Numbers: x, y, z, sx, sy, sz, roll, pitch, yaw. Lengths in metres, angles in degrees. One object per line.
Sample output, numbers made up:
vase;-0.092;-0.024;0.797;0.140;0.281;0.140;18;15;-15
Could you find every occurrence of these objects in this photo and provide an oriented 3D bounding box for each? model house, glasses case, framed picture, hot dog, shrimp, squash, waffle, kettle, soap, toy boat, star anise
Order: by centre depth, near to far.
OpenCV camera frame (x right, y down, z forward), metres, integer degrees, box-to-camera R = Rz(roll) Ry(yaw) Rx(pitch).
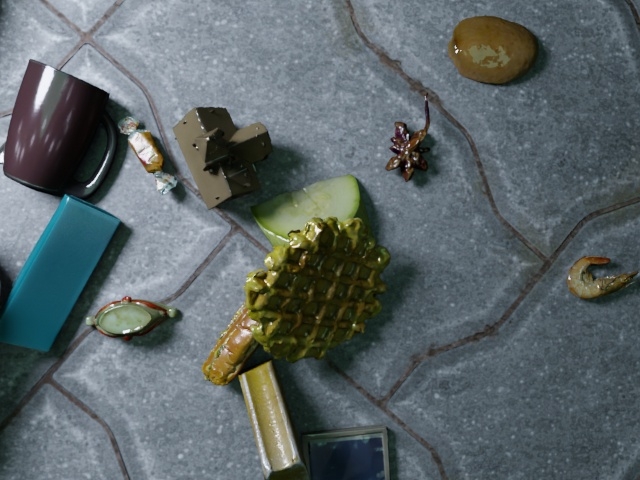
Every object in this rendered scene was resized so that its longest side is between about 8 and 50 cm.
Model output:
model house;-0.179;-0.173;0.961;0.176;0.248;0.181;-24;93;-5
waffle;0.003;0.094;0.993;0.324;0.068;0.302;-33;126;-22
soap;-0.095;0.355;0.998;0.080;0.258;0.160;-17;136;-9
kettle;-0.508;-0.204;1.000;0.201;0.144;0.233;20;95;-35
glasses case;-0.525;0.062;1.002;0.117;0.070;0.301;32;87;-44
toy boat;-0.387;0.156;1.028;0.184;0.071;0.089;-5;89;-6
hot dog;-0.144;0.178;1.029;0.072;0.115;0.269;40;83;-23
star anise;0.200;-0.222;1.090;0.097;0.070;0.191;10;87;-3
squash;0.000;0.000;1.094;0.236;0.155;0.204;-20;55;-4
framed picture;0.060;0.534;1.097;0.188;0.023;0.260;-4;91;-3
shrimp;0.635;0.077;1.150;0.162;0.045;0.095;-17;71;0

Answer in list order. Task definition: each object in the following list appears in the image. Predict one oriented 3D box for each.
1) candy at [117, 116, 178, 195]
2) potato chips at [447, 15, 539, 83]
candy;-0.352;-0.175;1.046;0.053;0.046;0.182;-31;88;-2
potato chips;0.384;-0.425;1.117;0.201;0.049;0.151;11;84;1
